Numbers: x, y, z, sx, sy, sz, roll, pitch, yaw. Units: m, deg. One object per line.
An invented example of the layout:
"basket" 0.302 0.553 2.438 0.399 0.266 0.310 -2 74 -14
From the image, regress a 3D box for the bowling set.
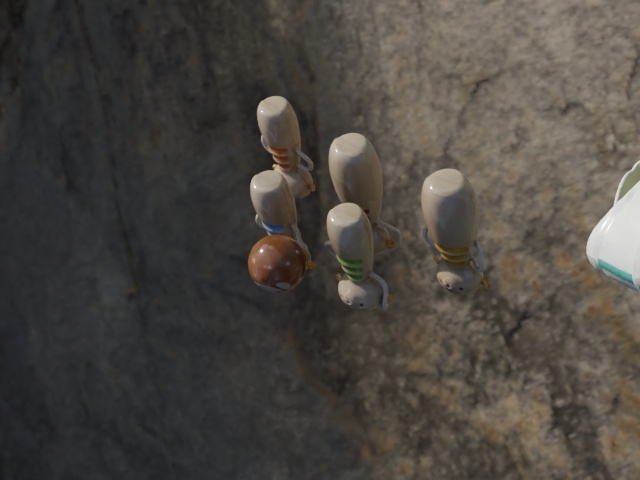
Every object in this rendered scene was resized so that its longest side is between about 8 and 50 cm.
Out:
"bowling set" 0.000 0.000 1.149 0.287 0.200 0.154 29 149 33

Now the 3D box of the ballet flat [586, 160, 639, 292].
"ballet flat" 0.401 -0.092 1.214 0.139 0.400 0.139 31 147 22
